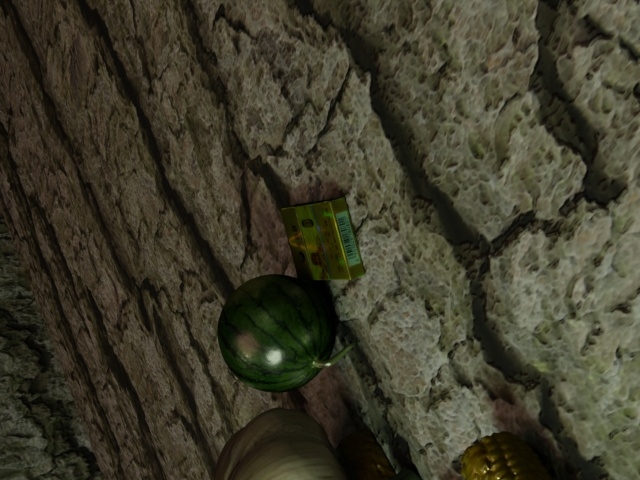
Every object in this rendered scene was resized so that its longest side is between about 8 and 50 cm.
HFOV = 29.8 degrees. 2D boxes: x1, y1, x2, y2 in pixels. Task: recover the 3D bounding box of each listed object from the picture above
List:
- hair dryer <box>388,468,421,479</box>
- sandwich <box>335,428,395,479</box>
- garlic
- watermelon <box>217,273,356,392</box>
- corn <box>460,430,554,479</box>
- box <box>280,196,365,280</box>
[{"bbox_3d":[0.152,0.390,1.750,0.150,0.071,0.047,23,132,38],"label":"hair dryer"},{"bbox_3d":[0.071,0.429,1.927,0.186,0.065,0.215,56,150,32],"label":"sandwich"},{"bbox_3d":[-0.052,0.420,1.862,0.322,0.241,0.322,12,108,39],"label":"garlic"},{"bbox_3d":[-0.062,0.153,1.889,0.214,0.188,0.188,38,140,33],"label":"watermelon"},{"bbox_3d":[0.275,0.385,1.398,0.363,0.120,0.120,58,152,30],"label":"corn"},{"bbox_3d":[0.000,0.000,1.845,0.193,0.030,0.121,-6,100,65],"label":"box"}]
